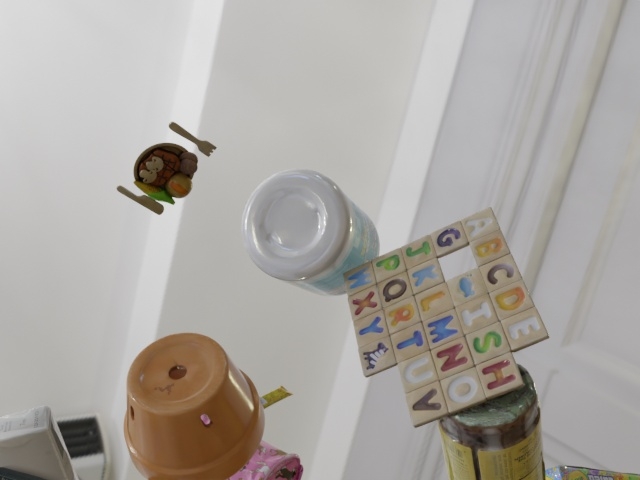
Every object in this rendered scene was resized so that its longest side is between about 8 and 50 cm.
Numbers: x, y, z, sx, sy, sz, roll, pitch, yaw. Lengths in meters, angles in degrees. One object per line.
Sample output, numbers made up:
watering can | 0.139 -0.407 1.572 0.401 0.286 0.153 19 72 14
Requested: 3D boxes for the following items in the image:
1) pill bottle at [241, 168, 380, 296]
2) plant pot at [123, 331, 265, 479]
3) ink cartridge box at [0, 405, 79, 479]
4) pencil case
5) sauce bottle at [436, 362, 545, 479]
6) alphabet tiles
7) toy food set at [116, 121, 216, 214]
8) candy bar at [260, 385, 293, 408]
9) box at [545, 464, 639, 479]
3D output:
pill bottle | 0.000 0.000 1.014 0.146 0.146 0.264 -62 -18 -2
plant pot | -0.267 0.324 1.463 0.291 0.291 0.203 -34 -40 -28
ink cartridge box | -0.557 0.439 1.241 0.261 0.066 0.296 -12 -58 -9
pencil case | -0.227 0.529 1.825 0.167 0.386 0.160 -50 -39 -22
sauce bottle | 0.202 0.286 0.831 0.111 0.111 0.344 -34 -51 -28
alphabet tiles | 0.130 0.082 0.793 0.198 0.237 0.009 -25 -48 14
toy food set | -0.307 -0.136 1.446 0.132 0.038 0.192 31 -73 -38
candy bar | -0.129 0.397 1.800 0.161 0.040 0.018 -17 -44 -53
box | 0.372 0.489 1.161 0.290 0.177 0.279 18 -40 -36
